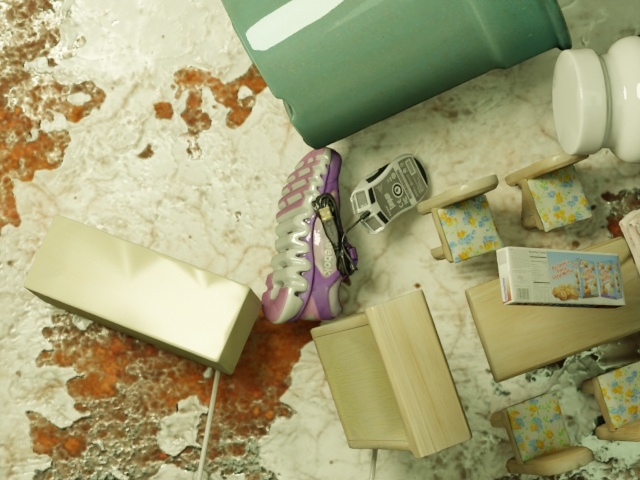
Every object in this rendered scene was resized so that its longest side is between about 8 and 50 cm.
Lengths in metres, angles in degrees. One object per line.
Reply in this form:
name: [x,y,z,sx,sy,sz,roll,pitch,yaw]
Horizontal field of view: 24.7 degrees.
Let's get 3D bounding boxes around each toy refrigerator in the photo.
toy refrigerator: [-0.218,0.068,1.812,0.269,0.094,0.102,19,78,14]

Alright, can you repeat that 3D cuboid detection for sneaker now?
sneaker: [0.000,0.000,1.852,0.104,0.095,0.236,16,76,-23]

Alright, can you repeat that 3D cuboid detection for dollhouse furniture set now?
dollhouse furniture set: [0.221,0.106,1.720,0.394,0.256,0.362,-18,88,-16]

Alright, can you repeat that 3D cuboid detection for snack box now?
snack box: [0.277,0.043,1.672,0.178,0.022,0.064,4,74,-35]

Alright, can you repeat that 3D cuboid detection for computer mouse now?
computer mouse: [0.065,-0.043,1.843,0.193,0.042,0.106,-37,107,-38]

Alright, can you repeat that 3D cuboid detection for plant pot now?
plant pot: [0.074,-0.295,1.757,0.334,0.341,0.341,-30,89,7]

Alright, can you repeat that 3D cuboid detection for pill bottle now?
pill bottle: [0.417,-0.168,1.721,0.265,0.153,0.153,-3,88,-6]

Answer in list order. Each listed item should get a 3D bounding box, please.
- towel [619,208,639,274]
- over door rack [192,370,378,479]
towel: [0.570,0.041,1.816,0.332,0.053,0.317,-28,105,-9]
over door rack: [-0.037,0.267,1.842,0.239,0.108,0.324,9,74,-1]
